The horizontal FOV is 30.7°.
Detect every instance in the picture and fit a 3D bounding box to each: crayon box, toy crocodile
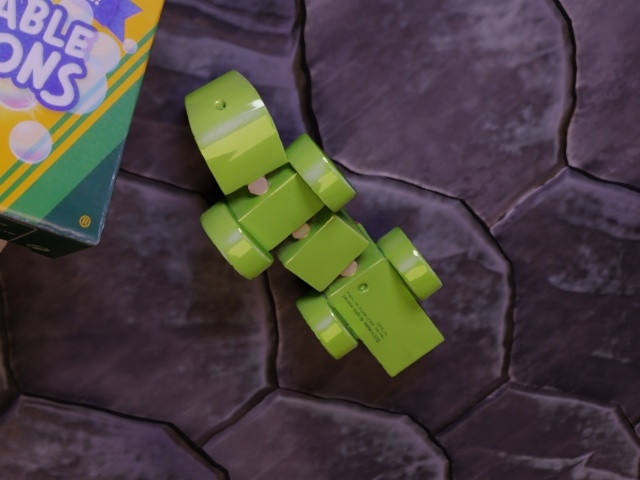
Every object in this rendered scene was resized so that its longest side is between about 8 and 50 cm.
[{"bbox_3d":[-0.196,-0.174,0.697,0.203,0.083,0.323,20,73,-27],"label":"crayon box"},{"bbox_3d":[0.000,0.000,0.970,0.115,0.105,0.340,-39,128,6],"label":"toy crocodile"}]

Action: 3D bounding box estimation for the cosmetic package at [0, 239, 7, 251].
[{"bbox_3d":[-0.352,-0.073,0.749,0.153,0.129,0.296,-6,132,34],"label":"cosmetic package"}]
